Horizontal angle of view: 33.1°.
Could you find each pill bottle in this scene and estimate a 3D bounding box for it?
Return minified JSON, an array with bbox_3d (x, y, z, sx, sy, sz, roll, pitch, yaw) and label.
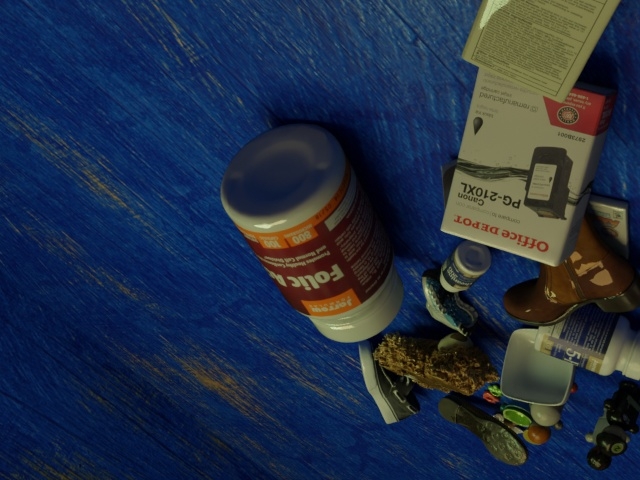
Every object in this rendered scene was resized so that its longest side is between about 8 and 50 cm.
[{"bbox_3d":[0.478,0.171,1.875,0.186,0.112,0.112,20,153,17],"label":"pill bottle"},{"bbox_3d":[0.000,0.000,1.907,0.224,0.224,0.392,10,148,33],"label":"pill bottle"},{"bbox_3d":[0.255,0.050,1.924,0.067,0.067,0.120,29,154,0],"label":"pill bottle"}]

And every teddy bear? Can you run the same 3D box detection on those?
[{"bbox_3d":[0.236,0.244,2.223,0.245,0.113,0.338,22,170,1],"label":"teddy bear"}]

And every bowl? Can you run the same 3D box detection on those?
[{"bbox_3d":[0.422,0.242,2.040,0.142,0.142,0.053,5,168,39],"label":"bowl"}]

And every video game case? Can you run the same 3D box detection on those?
[{"bbox_3d":[0.406,-0.029,1.691,0.157,0.019,0.143,15,151,25],"label":"video game case"}]

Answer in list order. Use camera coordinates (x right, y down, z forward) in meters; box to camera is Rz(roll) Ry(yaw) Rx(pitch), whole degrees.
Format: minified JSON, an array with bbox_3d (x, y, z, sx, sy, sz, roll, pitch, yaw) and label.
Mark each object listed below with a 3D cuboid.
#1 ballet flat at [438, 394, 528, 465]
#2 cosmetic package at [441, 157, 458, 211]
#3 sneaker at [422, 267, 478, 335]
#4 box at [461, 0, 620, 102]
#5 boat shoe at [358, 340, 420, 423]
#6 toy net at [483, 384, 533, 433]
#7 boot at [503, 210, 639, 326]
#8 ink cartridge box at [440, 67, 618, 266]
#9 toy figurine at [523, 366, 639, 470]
[{"bbox_3d":[0.373,0.420,2.421,0.249,0.058,0.084,29,118,38],"label":"ballet flat"},{"bbox_3d":[0.222,-0.070,1.685,0.041,0.115,0.060,-24,130,23],"label":"cosmetic package"},{"bbox_3d":[0.229,0.118,2.076,0.083,0.071,0.191,11,149,42],"label":"sneaker"},{"bbox_3d":[0.275,-0.307,1.206,0.148,0.121,0.311,26,154,5],"label":"box"},{"bbox_3d":[0.164,0.321,2.469,0.102,0.108,0.301,-15,136,10],"label":"boat shoe"},{"bbox_3d":[0.412,0.399,2.421,0.122,0.045,0.232,22,153,12],"label":"toy net"},{"bbox_3d":[0.344,0.021,1.714,0.264,0.096,0.280,-4,139,49],"label":"boot"},{"bbox_3d":[0.278,-0.104,1.444,0.171,0.100,0.237,18,108,20],"label":"ink cartridge box"},{"bbox_3d":[0.513,0.351,2.121,0.213,0.148,0.209,22,153,12],"label":"toy figurine"}]
